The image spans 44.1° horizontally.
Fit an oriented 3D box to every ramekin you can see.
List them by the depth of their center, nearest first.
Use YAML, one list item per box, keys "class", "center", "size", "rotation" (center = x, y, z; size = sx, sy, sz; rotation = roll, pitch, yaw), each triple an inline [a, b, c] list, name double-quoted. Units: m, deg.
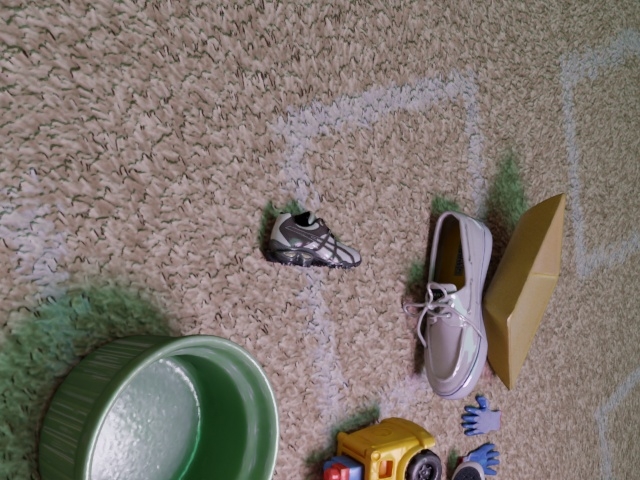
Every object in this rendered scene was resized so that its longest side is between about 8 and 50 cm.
- class: "ramekin"
  center: [-0.211, 0.265, 1.031]
  size: [0.303, 0.148, 0.303]
  rotation: [-4, 95, -46]

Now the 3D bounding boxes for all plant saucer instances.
- class: "plant saucer"
  center: [0.429, 0.107, 1.697]
  size: [0.332, 0.081, 0.332]
  rotation: [-59, 152, -26]

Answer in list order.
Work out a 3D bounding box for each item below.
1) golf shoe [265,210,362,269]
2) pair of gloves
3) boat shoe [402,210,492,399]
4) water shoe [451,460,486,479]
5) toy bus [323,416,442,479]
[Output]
- class: "golf shoe"
  center: [0.000, 0.000, 1.291]
  size: [0.198, 0.077, 0.093]
  rotation: [7, 87, -48]
- class: "pair of gloves"
  center: [0.354, 0.442, 1.739]
  size: [0.159, 0.023, 0.198]
  rotation: [13, 84, -47]
- class: "boat shoe"
  center: [0.241, 0.114, 1.515]
  size: [0.156, 0.136, 0.367]
  rotation: [24, 72, -45]
- class: "water shoe"
  center: [0.323, 0.534, 1.682]
  size: [0.080, 0.073, 0.203]
  rotation: [-44, 137, -51]
- class: "toy bus"
  center: [0.089, 0.438, 1.381]
  size: [0.211, 0.149, 0.220]
  rotation: [-2, 97, -34]
